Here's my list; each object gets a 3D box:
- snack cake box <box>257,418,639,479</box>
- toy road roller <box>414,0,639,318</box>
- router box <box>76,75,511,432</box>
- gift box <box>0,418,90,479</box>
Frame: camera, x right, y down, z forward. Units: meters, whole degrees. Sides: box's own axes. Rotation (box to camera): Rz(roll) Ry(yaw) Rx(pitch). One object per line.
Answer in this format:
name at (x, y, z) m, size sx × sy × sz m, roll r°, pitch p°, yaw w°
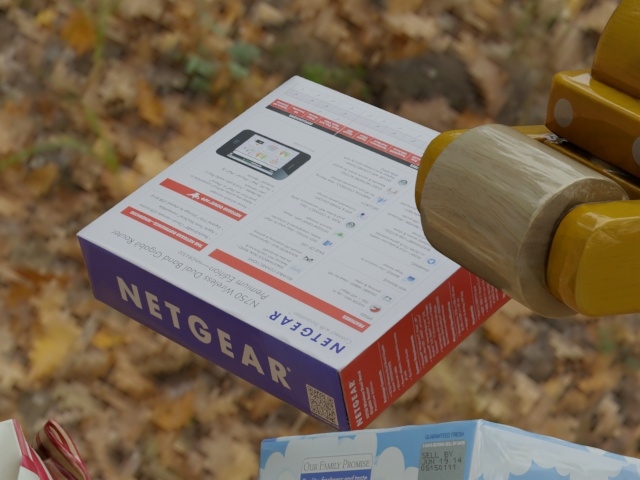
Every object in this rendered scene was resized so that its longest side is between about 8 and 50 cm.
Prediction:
snack cake box at (0.114, 0.155, 0.938) m, size 0.264 × 0.152 × 0.089 m, roll 17°, pitch 70°, yaw -38°
toy road roller at (0.254, -0.087, 1.533) m, size 0.329 × 0.240 × 0.202 m, roll -8°, pitch 25°, yaw -33°
router box at (0.000, 0.000, 1.779) m, size 0.335 × 0.082 × 0.301 m, roll 26°, pitch 51°, yaw 37°
gift box at (-0.255, 0.274, 1.307) m, size 0.258 × 0.276 × 0.255 m, roll -17°, pitch 82°, yaw -11°
